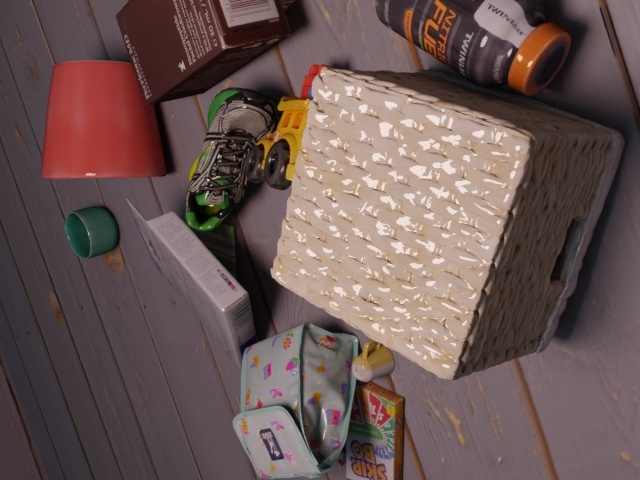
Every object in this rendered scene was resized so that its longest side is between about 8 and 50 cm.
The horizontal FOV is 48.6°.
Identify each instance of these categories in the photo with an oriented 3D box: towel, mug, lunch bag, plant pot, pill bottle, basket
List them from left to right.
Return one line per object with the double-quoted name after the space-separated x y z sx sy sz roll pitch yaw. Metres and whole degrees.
-0.604 -0.034 1.874 0.158 0.097 0.129 48 134 23 "mug"
-0.474 -0.258 1.548 0.275 0.275 0.243 6 99 45 "plant pot"
-0.221 0.024 1.561 0.113 0.023 0.152 19 116 38 "towel"
-0.049 0.311 1.325 0.223 0.160 0.262 -28 50 49 "lunch bag"
0.087 0.218 1.282 0.062 0.064 0.078 -20 91 49 "mug"
0.156 -0.035 0.929 0.331 0.266 0.328 28 114 34 "basket"
0.198 -0.284 0.917 0.245 0.130 0.130 42 131 28 "pill bottle"

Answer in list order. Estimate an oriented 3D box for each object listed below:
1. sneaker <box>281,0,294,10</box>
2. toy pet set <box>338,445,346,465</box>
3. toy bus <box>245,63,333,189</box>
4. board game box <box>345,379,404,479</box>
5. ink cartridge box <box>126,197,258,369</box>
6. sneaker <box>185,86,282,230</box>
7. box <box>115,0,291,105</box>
-0.074 -0.399 1.214 0.134 0.051 0.070 13 116 46 "sneaker"
0.016 0.381 1.444 0.122 0.065 0.114 39 165 33 "toy pet set"
-0.022 -0.182 1.180 0.220 0.149 0.212 17 99 62 "toy bus"
0.102 0.396 1.364 0.124 0.039 0.259 18 121 41 "board game box"
-0.256 0.085 1.488 0.330 0.071 0.324 47 161 22 "ink cartridge box"
-0.166 -0.140 1.320 0.343 0.134 0.146 120 159 -47 "sneaker"
-0.223 -0.386 1.263 0.381 0.143 0.191 -9 101 59 "box"
